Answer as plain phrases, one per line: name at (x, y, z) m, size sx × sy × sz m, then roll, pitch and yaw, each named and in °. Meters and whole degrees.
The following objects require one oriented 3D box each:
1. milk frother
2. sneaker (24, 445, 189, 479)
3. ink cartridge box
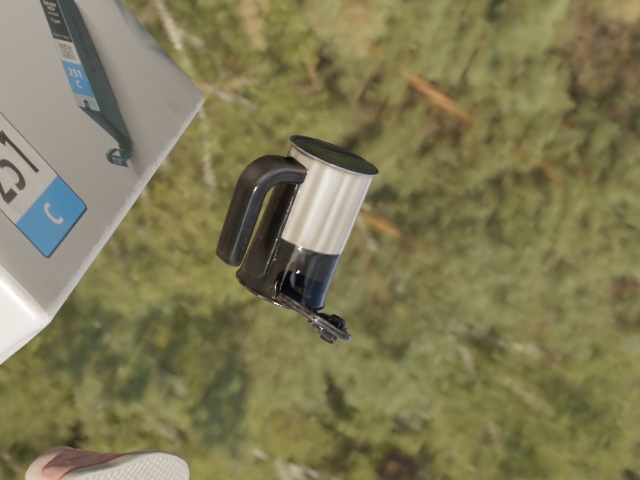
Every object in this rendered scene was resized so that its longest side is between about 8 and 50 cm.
milk frother at (0.000, 0.000, 1.297) m, size 0.129 × 0.143 × 0.134 m, roll -5°, pitch 120°, yaw -59°
sneaker at (-0.169, 0.182, 1.200) m, size 0.134 × 0.070 × 0.051 m, roll 0°, pitch 100°, yaw -47°
ink cartridge box at (-0.192, -0.100, 0.721) m, size 0.066 × 0.261 × 0.296 m, roll -38°, pitch -167°, yaw 21°
